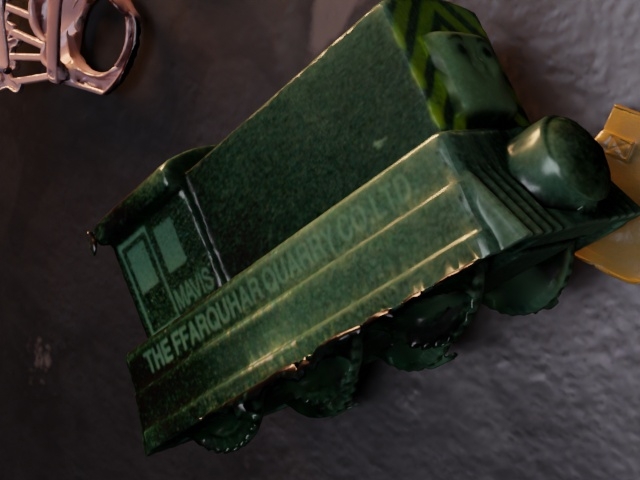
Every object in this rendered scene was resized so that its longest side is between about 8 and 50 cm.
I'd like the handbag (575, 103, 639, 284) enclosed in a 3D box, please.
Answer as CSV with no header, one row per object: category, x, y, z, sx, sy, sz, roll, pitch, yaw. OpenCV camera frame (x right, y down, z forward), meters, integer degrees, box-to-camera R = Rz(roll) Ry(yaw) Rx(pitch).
handbag,0.164,-0.023,0.535,0.061,0.027,0.083,28,105,32

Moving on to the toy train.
toy train,0.000,0.000,0.567,0.330,0.138,0.178,-35,72,40

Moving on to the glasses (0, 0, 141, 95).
glasses,-0.193,-0.207,0.717,0.162,0.095,0.255,41,114,32
